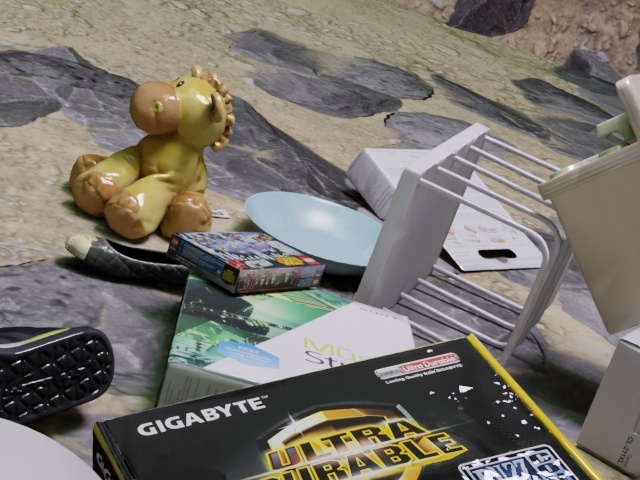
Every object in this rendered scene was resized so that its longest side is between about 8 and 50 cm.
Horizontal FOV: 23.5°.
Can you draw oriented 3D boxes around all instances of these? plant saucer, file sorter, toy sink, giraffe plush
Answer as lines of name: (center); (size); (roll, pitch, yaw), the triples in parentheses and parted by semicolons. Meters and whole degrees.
plant saucer: (0.000, 0.000, 1.785); (0.195, 0.037, 0.195); (17, 19, -6)
file sorter: (0.175, 0.013, 1.684); (0.173, 0.193, 0.277); (26, 21, 13)
toy sink: (0.319, -0.039, 1.592); (0.234, 0.131, 0.153); (67, 23, 3)
giraffe plush: (-0.165, -0.107, 1.726); (0.181, 0.170, 0.210); (33, 25, 36)

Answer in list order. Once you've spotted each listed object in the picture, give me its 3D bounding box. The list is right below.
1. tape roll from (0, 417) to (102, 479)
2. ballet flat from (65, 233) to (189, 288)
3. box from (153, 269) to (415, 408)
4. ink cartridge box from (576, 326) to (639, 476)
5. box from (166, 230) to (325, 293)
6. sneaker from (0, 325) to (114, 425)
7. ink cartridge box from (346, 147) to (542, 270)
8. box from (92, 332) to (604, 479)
tape roll: (-0.192, 0.225, 0.733); (0.246, 0.246, 0.169); (10, 22, -22)
ballet flat: (-0.175, 0.015, 1.574); (0.173, 0.049, 0.057); (12, 20, -16)
box: (-0.023, 0.109, 1.409); (0.232, 0.058, 0.322); (16, 13, -6)
ink cartridge box: (0.341, 0.148, 1.561); (0.072, 0.127, 0.175); (29, 22, 24)
box: (-0.073, 0.020, 1.523); (0.094, 0.027, 0.137); (27, 17, 32)
sneaker: (-0.273, 0.114, 1.232); (0.097, 0.084, 0.234); (4, 5, 43)
ink cartridge box: (0.168, -0.028, 2.018); (0.189, 0.066, 0.232); (-2, 49, -44)
box: (0.030, 0.196, 1.097); (0.322, 0.079, 0.257); (-11, 37, -23)
